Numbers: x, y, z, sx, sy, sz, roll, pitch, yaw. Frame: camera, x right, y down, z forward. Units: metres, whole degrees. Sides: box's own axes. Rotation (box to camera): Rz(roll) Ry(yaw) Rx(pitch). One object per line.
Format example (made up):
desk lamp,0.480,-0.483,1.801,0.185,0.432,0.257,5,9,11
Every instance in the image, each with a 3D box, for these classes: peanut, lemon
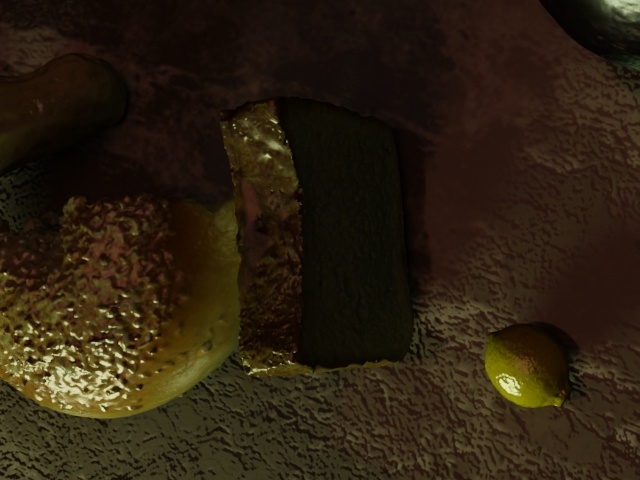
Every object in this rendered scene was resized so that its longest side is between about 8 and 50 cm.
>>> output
peanut,-0.275,-0.104,1.161,0.214,0.099,0.099,-22,78,-17
lemon,0.165,0.100,1.025,0.083,0.062,0.062,41,103,18

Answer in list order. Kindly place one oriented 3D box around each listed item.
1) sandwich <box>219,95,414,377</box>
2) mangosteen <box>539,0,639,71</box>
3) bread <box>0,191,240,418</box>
sandwich,0.000,0.000,1.031,0.065,0.186,0.214,-9,81,35
mangosteen,0.262,-0.255,0.891,0.288,0.288,0.288,-1,88,22
bread,-0.202,0.057,1.119,0.314,0.171,0.192,0,84,23
